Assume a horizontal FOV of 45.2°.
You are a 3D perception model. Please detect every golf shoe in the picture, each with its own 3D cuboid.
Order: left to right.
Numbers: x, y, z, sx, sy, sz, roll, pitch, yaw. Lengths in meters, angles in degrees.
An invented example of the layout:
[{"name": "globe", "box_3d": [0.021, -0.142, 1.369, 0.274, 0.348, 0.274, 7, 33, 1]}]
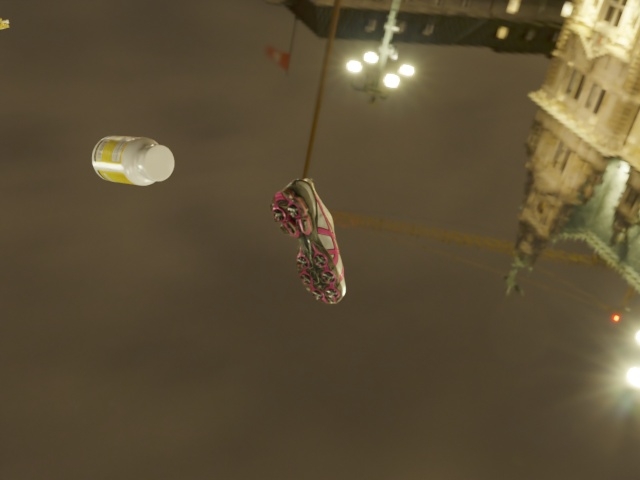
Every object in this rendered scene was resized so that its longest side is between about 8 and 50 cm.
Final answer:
[{"name": "golf shoe", "box_3d": [0.000, 0.000, 1.089, 0.067, 0.186, 0.086, -7, -158, 38]}]

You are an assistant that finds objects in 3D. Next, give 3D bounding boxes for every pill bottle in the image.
[{"name": "pill bottle", "box_3d": [-0.250, -0.107, 1.032, 0.116, 0.065, 0.065, 11, -157, 43]}]

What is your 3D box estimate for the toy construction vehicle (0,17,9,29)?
[{"name": "toy construction vehicle", "box_3d": [-0.611, -0.438, 1.443, 0.035, 0.086, 0.098, -15, -165, -13]}]
